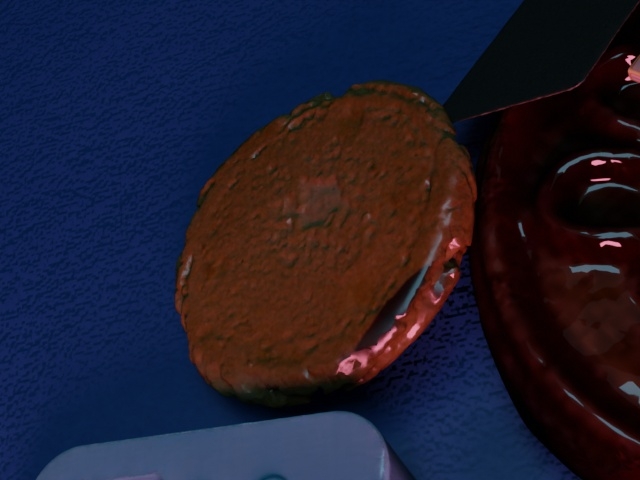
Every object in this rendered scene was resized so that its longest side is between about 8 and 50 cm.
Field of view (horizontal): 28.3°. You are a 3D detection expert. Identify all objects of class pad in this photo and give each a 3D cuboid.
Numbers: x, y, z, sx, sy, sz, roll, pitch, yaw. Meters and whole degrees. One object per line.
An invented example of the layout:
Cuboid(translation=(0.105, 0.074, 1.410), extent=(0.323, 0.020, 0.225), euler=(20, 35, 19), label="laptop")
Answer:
Cuboid(translation=(0.162, -0.150, 0.805), extent=(0.211, 0.003, 0.143), euler=(-51, 21, -27), label="pad")

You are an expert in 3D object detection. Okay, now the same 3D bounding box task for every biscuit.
Cuboid(translation=(0.280, -0.017, 0.715), extent=(0.408, 0.091, 0.407), euler=(-8, 59, 14), label="biscuit")
Cuboid(translation=(0.000, 0.000, 0.792), extent=(0.226, 0.042, 0.225), euler=(-19, 53, 28), label="biscuit")

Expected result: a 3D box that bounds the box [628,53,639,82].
Cuboid(translation=(0.224, -0.096, 0.725), extent=(0.083, 0.012, 0.046), euler=(30, 74, 32), label="box")

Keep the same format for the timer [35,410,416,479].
Cuboid(translation=(-0.073, 0.216, 0.693), extent=(0.250, 0.091, 0.231), euler=(-7, 60, 18), label="timer")
